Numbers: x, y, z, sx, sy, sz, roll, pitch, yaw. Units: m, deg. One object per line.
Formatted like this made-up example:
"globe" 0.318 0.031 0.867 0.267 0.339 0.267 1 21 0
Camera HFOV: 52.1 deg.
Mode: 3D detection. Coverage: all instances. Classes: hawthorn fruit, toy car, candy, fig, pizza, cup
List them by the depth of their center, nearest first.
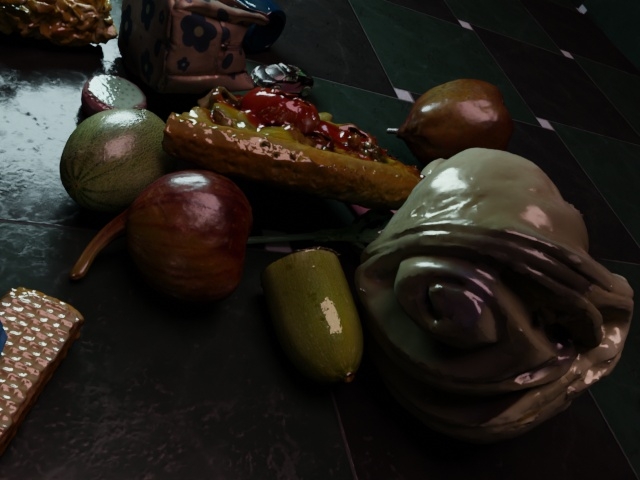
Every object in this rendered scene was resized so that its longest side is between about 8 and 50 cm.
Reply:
"fig" -0.194 -0.013 0.841 0.207 0.175 0.175 11 41 -2
"candy" 0.000 0.000 1.029 0.306 0.083 0.091 -5 80 -24
"pizza" -0.057 -0.181 1.049 0.440 0.130 0.406 11 23 -29
"candy" -0.332 -0.223 1.055 0.103 0.043 0.103 20 41 -18
"toy car" -0.075 -0.331 1.330 0.142 0.055 0.069 -13 53 -43
"hawthorn fruit" 0.262 -0.225 1.353 0.248 0.208 0.208 -6 47 -3
"cup" -0.167 -0.472 1.397 0.138 0.150 0.113 46 6 14

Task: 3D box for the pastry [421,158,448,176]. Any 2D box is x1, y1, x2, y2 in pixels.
"pastry" 0.254 -0.084 1.258 0.157 0.092 0.156 16 41 -14

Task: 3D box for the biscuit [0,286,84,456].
"biscuit" -0.340 0.187 0.603 0.094 0.054 0.378 25 39 -8

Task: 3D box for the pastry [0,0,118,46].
"pastry" -0.472 -0.389 1.091 0.250 0.102 0.154 -8 50 -41

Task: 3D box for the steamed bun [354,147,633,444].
"steamed bun" 0.212 0.083 0.831 0.339 0.352 0.247 38 11 7

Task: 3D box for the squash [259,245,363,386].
"squash" -0.001 0.108 0.867 0.123 0.123 0.186 1 51 -33

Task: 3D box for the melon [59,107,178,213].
"melon" -0.271 -0.112 0.902 0.139 0.139 0.192 35 38 4

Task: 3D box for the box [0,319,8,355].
"box" -0.395 0.117 0.564 0.194 0.073 0.139 -4 39 -4

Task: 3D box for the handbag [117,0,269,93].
"handbag" -0.221 -0.354 1.124 0.193 0.190 0.251 -6 31 -34

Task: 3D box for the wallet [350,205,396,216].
"wallet" 0.097 -0.075 1.194 0.119 0.025 0.232 -11 55 -41
